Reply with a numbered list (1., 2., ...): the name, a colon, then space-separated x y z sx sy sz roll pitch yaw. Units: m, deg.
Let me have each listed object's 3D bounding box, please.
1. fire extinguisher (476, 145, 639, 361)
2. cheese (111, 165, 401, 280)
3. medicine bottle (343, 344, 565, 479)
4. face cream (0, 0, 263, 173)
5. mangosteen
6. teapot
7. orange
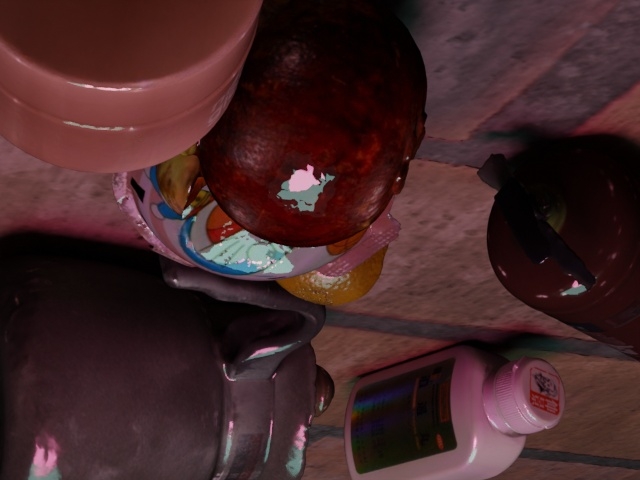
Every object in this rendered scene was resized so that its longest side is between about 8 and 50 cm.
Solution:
1. fire extinguisher: 0.212 0.020 1.300 0.114 0.135 0.337 -48 139 15
2. cheese: -0.069 -0.052 1.180 0.286 0.074 0.189 32 129 -33
3. medicine bottle: 0.117 0.157 1.667 0.078 0.115 0.219 19 151 -37
4. face cream: -0.104 -0.119 0.917 0.149 0.149 0.104 4 159 -9
5. mangosteen: -0.030 -0.075 1.046 0.181 0.156 0.146 22 -177 -14
6. teapot: -0.115 0.088 1.445 0.285 0.223 0.305 1 121 -21
7. orange: 0.000 0.000 1.310 0.095 0.085 0.085 20 158 3
